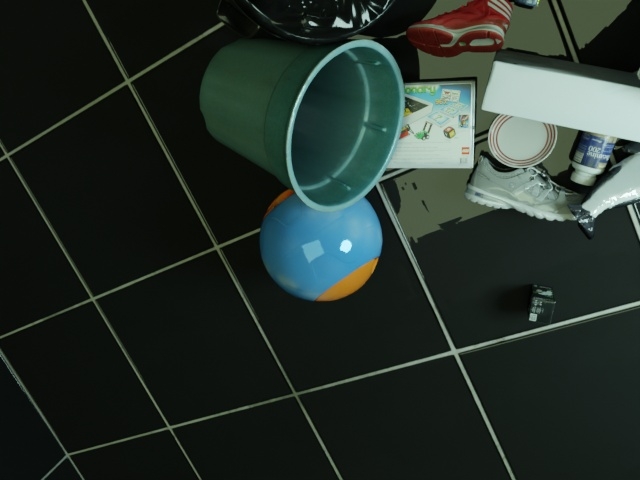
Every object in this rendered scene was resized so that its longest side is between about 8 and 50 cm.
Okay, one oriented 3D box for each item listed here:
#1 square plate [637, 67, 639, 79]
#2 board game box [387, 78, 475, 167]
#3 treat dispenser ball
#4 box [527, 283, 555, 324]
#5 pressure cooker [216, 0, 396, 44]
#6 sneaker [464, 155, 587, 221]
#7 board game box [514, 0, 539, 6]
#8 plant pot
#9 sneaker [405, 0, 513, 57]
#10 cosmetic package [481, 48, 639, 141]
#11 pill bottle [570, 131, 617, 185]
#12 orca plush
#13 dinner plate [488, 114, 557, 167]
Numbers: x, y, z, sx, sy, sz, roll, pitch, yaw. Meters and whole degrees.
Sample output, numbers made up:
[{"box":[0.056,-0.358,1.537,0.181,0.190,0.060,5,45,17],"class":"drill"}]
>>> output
[{"box":[0.727,-0.299,0.894,0.347,0.049,0.343,34,81,1],"class":"square plate"},{"box":[0.196,-0.264,1.309,0.306,0.053,0.192,3,110,17],"class":"board game box"},{"box":[0.000,0.000,1.342,0.289,0.288,0.287,6,112,16],"class":"treat dispenser ball"},{"box":[0.519,0.149,1.346,0.052,0.083,0.062,9,113,16],"class":"box"},{"box":[-0.042,-0.586,1.077,0.370,0.420,0.375,-17,120,-8],"class":"pressure cooker"},{"box":[0.467,-0.116,1.252,0.282,0.105,0.115,12,107,10],"class":"sneaker"},{"box":[0.401,-0.543,1.050,0.060,0.194,0.194,15,119,13],"class":"board game box"},{"box":[-0.059,-0.276,1.210,0.334,0.341,0.340,28,119,36],"class":"plant pot"},{"box":[0.298,-0.462,1.202,0.221,0.087,0.128,18,73,33],"class":"sneaker"},{"box":[0.508,-0.274,1.078,0.378,0.284,0.097,15,114,12],"class":"cosmetic package"},{"box":[0.577,-0.180,1.212,0.067,0.067,0.120,16,114,11],"class":"pill bottle"},{"box":[0.658,-0.101,1.191,0.287,0.102,0.151,-44,61,-3],"class":"orca plush"},{"box":[0.439,-0.225,1.243,0.141,0.017,0.141,-3,81,20],"class":"dinner plate"}]
